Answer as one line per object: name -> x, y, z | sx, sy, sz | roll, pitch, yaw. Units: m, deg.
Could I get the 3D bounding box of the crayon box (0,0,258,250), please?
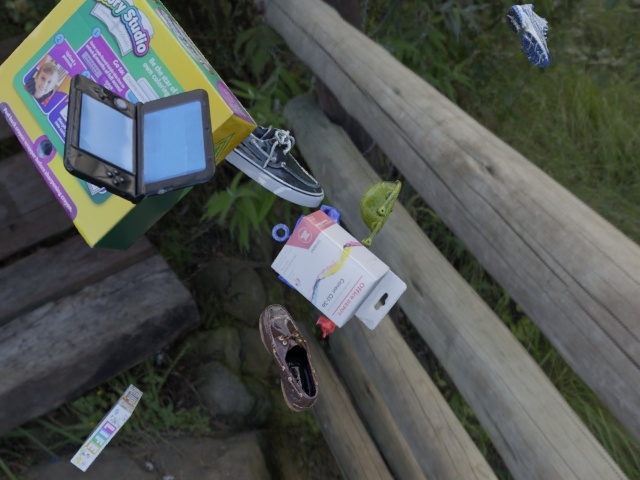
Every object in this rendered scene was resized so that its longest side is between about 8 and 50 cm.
crayon box -> -0.332, -0.221, 1.064 | 0.313, 0.106, 0.363 | -40, 76, 11

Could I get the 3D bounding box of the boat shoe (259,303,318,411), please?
boat shoe -> -0.052, 0.205, 1.193 | 0.073, 0.073, 0.207 | -13, 66, -27

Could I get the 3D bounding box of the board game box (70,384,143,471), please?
board game box -> -0.329, 0.287, 1.019 | 0.103, 0.026, 0.154 | -51, 6, -6

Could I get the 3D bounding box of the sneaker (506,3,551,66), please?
sneaker -> 0.411, -0.395, 1.238 | 0.058, 0.052, 0.135 | -22, 80, -10

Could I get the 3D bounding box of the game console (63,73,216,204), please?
game console -> -0.159, -0.101, 0.577 | 0.071, 0.107, 0.122 | -35, 47, 28

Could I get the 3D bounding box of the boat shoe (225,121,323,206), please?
boat shoe -> -0.106, -0.182, 1.301 | 0.105, 0.306, 0.113 | -51, 10, 20

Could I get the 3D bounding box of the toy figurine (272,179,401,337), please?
toy figurine -> 0.000, 0.000, 1.386 | 0.217, 0.363, 0.191 | 26, 12, 8

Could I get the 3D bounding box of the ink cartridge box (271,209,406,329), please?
ink cartridge box -> 0.031, 0.058, 1.080 | 0.198, 0.115, 0.067 | 40, 28, 11
